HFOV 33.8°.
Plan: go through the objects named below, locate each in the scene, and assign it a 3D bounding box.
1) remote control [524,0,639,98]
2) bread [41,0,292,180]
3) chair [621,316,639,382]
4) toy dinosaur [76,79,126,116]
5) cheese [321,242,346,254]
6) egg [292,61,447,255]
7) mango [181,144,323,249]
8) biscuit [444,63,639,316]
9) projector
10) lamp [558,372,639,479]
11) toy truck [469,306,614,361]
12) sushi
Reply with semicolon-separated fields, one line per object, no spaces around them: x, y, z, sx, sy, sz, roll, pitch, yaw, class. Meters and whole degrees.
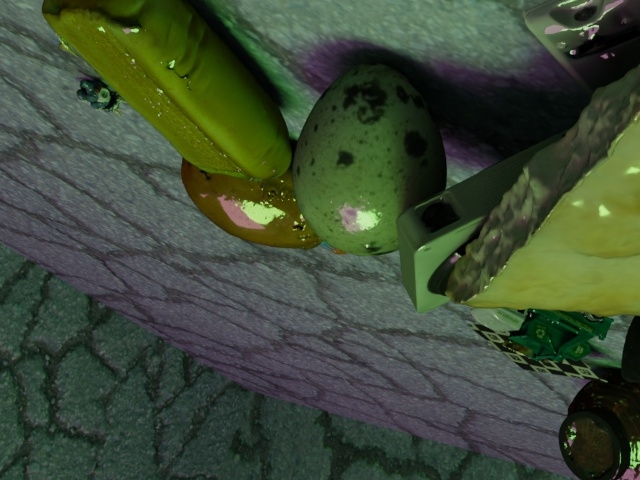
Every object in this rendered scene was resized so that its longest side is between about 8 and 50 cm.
0.312;-0.124;0.971;0.109;0.055;0.313;-16;142;38;remote control
-0.163;-0.197;1.242;0.166;0.112;0.383;13;162;32;bread
0.547;0.160;1.489;0.145;0.140;0.221;25;165;-12;chair
-0.321;-0.211;1.533;0.047;0.030;0.083;2;156;45;toy dinosaur
0.000;0.001;1.846;0.111;0.017;0.047;31;164;-32;cheese
0.055;-0.091;1.191;0.177;0.177;0.228;13;123;24;egg
-0.085;-0.070;1.503;0.249;0.151;0.156;25;176;-15;mango
0.377;-0.042;0.930;0.446;0.104;0.429;4;149;-7;biscuit
0.215;-0.015;1.171;0.259;0.257;0.079;72;172;-70;projector
0.572;0.363;1.968;0.247;0.247;0.247;19;164;6;lamp
0.338;0.119;1.639;0.216;0.116;0.110;26;163;-17;toy truck
0.398;0.187;1.924;0.193;0.040;0.210;38;160;-27;sushi
